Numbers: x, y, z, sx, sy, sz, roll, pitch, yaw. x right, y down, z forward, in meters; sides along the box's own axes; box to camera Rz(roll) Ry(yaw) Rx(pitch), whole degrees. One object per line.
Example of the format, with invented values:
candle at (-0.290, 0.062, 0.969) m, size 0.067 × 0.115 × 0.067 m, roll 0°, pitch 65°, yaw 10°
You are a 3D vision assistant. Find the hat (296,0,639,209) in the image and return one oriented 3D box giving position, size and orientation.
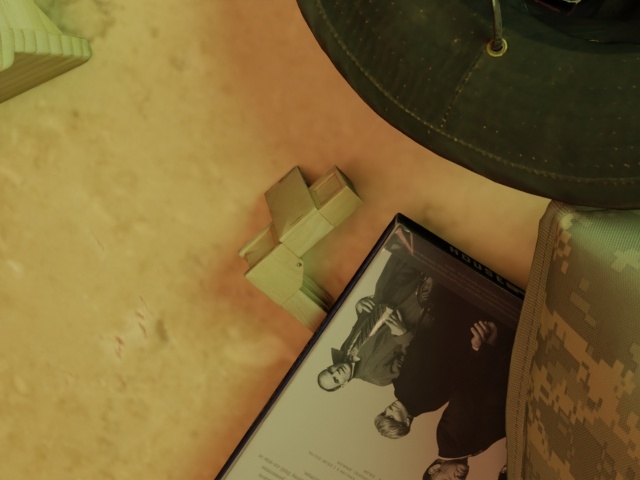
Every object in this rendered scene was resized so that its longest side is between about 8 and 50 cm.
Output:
hat at (0.150, -0.163, 0.386) m, size 0.332 × 0.134 × 0.331 m, roll -3°, pitch 84°, yaw 29°

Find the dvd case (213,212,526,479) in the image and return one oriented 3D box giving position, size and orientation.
dvd case at (0.058, 0.127, 0.505) m, size 0.179 × 0.029 × 0.238 m, roll 32°, pitch 108°, yaw -4°

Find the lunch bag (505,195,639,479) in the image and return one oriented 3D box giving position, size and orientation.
lunch bag at (0.204, 0.146, 0.357) m, size 0.169 × 0.235 × 0.286 m, roll -9°, pitch 120°, yaw -23°

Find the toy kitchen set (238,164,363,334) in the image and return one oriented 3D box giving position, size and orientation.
toy kitchen set at (0.000, 0.000, 0.515) m, size 0.083 × 0.068 × 0.075 m, roll -41°, pitch 119°, yaw 10°

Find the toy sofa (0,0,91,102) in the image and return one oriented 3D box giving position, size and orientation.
toy sofa at (-0.304, -0.250, 0.486) m, size 0.150 × 0.177 × 0.362 m, roll -19°, pitch 95°, yaw 19°
